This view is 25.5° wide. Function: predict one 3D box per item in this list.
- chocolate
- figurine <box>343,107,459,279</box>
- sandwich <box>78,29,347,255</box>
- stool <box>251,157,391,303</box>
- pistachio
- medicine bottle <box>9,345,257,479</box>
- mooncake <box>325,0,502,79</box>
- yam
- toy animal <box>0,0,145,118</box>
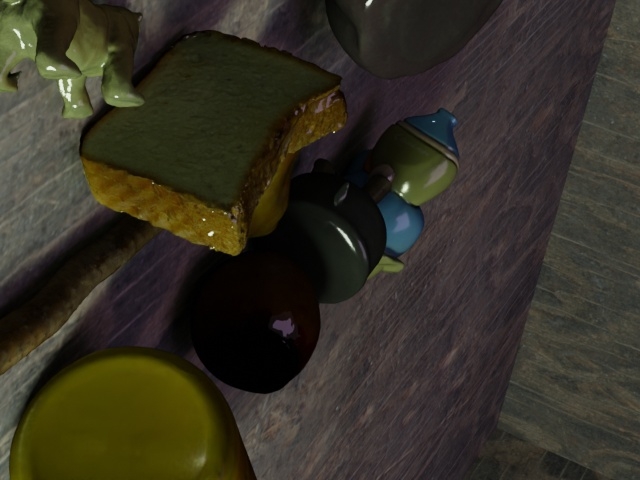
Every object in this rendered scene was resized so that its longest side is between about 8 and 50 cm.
[{"bbox_3d":[-0.078,0.086,1.663,0.177,0.176,0.177,-54,158,-35],"label":"chocolate"},{"bbox_3d":[0.097,-0.057,1.958,0.262,0.154,0.180,-48,-178,-14],"label":"figurine"},{"bbox_3d":[-0.100,-0.097,1.305,0.215,0.186,0.065,-56,157,-37],"label":"sandwich"},{"bbox_3d":[-0.007,-0.006,1.772,0.228,0.153,0.139,-30,-164,41],"label":"stool"},{"bbox_3d":[-0.076,-0.089,1.530,0.110,0.100,0.189,-12,135,-42],"label":"pistachio"},{"bbox_3d":[-0.171,0.285,1.486,0.224,0.224,0.384,-59,159,-24],"label":"medicine bottle"},{"bbox_3d":[0.113,-0.307,1.645,0.245,0.133,0.245,-25,147,-18],"label":"mooncake"},{"bbox_3d":[-0.227,0.039,1.328,0.045,0.045,0.327,-31,-171,39],"label":"yam"},{"bbox_3d":[-0.196,-0.160,1.138,0.218,0.103,0.101,14,75,-68],"label":"toy animal"}]
